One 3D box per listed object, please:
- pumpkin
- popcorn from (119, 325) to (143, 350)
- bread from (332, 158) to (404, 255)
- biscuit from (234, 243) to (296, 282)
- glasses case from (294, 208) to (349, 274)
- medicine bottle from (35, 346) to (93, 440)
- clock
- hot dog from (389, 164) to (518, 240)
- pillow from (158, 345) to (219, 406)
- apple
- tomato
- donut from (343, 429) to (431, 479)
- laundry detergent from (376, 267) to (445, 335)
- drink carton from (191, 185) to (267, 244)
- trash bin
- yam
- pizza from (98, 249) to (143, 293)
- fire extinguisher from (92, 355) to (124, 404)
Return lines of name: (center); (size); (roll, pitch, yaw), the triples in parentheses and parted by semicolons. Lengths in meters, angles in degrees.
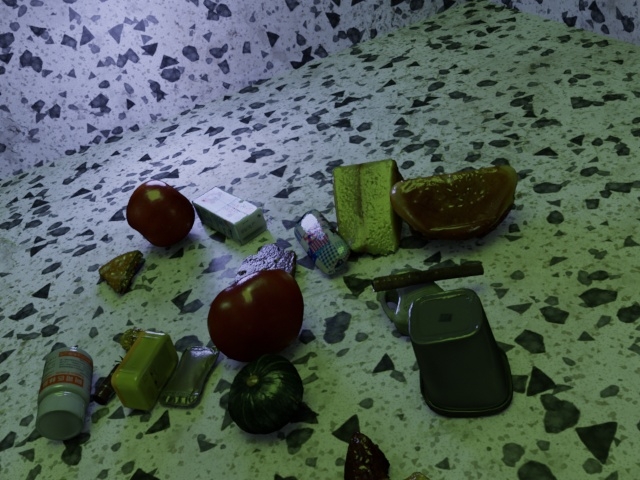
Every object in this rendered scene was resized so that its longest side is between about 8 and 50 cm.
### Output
pumpkin: (-0.138, 0.395, 1.613); (0.212, 0.152, 0.211); (-16, 48, 19)
popcorn: (-0.593, 0.314, 1.982); (0.082, 0.057, 0.083); (-15, 38, 4)
bread: (0.179, -0.081, 2.215); (0.234, 0.245, 0.361); (-7, 68, 16)
biscuit: (-0.182, 0.109, 2.109); (0.209, 0.041, 0.290); (-9, 35, 10)
glasses case: (0.000, 0.000, 2.129); (0.125, 0.076, 0.327); (-50, 36, 9)
medicine bottle: (-0.732, 0.437, 1.800); (0.145, 0.144, 0.252); (-18, 38, -2)
clock: (-0.498, 0.370, 1.794); (0.096, 0.143, 0.202); (5, 40, 16)
hot dog: (0.432, -0.108, 2.007); (0.406, 0.223, 0.185); (-9, -2, 7)
pillow: (-0.374, 0.388, 1.813); (0.130, 0.033, 0.217); (-1, 38, 22)
apple: (-0.609, -0.101, 2.385); (0.260, 0.260, 0.216); (30, 79, 46)
tomato: (-0.179, 0.220, 1.793); (0.299, 0.298, 0.226); (-26, 77, -13)
donut: (0.130, 0.530, 1.354); (0.151, 0.112, 0.295); (-37, 39, -29)
laundry detergent: (0.259, 0.162, 1.817); (0.181, 0.091, 0.253); (-20, 36, -7)
drink carton: (-0.352, -0.100, 2.406); (0.131, 0.106, 0.315); (-37, 40, -24)
trash bin: (0.330, 0.265, 1.516); (0.220, 0.250, 0.219); (-13, 35, 16)
yam: (0.304, 0.102, 1.774); (0.327, 0.045, 0.045); (-8, 55, -10)
pizza: (-0.725, 0.131, 2.285); (0.188, 0.062, 0.198); (-25, 40, 10)
fire extinguisher: (-0.607, 0.416, 1.866); (0.078, 0.045, 0.157); (23, 43, 4)
